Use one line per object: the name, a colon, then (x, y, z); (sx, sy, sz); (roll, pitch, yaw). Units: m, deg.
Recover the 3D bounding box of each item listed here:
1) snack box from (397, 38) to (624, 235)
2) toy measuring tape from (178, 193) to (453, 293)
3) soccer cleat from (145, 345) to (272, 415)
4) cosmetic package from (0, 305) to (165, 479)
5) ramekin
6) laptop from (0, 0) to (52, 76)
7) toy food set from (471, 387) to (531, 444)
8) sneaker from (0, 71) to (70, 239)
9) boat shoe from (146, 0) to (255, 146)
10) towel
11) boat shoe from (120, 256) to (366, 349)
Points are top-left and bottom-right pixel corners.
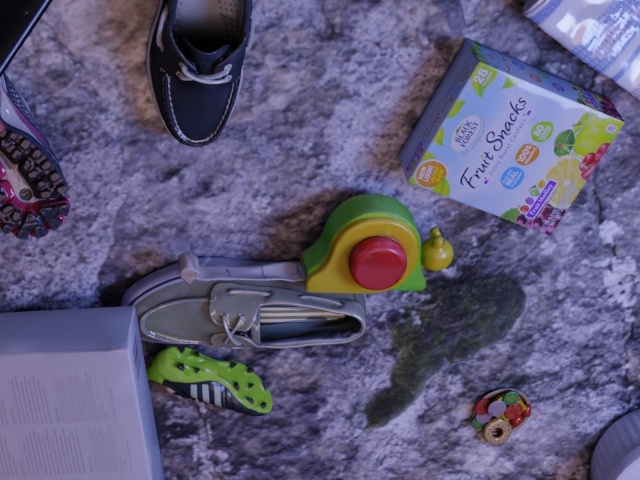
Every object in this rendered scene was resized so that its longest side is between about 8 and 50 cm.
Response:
snack box: (0.223, -0.119, 1.932); (0.207, 0.070, 0.174); (19, 117, -20)
toy measuring tape: (0.000, 0.000, 1.938); (0.330, 0.121, 0.121); (2, 122, -11)
soccer cleat: (-0.140, 0.179, 2.061); (0.179, 0.060, 0.072); (27, 141, -32)
cosmetic package: (-0.345, 0.261, 2.014); (0.284, 0.097, 0.377); (-4, 123, 2)
ramekin: (0.469, 0.319, 2.241); (0.207, 0.109, 0.207); (-6, 124, -9)
laptop: (-0.490, -0.254, 1.659); (0.382, 0.236, 0.408); (34, 83, -9)
toy food set: (0.242, 0.232, 2.190); (0.083, 0.020, 0.082); (-34, 122, 11)
sneaker: (-0.381, -0.138, 1.778); (0.121, 0.112, 0.299); (-28, 111, 0)
boat shoe: (-0.130, -0.225, 1.776); (0.114, 0.091, 0.302); (-4, 123, -9)
towel: (0.393, -0.267, 1.870); (0.285, 0.034, 0.209); (32, 106, -22)
boat shoe: (-0.090, 0.082, 1.979); (0.302, 0.094, 0.109); (-6, 123, -6)
